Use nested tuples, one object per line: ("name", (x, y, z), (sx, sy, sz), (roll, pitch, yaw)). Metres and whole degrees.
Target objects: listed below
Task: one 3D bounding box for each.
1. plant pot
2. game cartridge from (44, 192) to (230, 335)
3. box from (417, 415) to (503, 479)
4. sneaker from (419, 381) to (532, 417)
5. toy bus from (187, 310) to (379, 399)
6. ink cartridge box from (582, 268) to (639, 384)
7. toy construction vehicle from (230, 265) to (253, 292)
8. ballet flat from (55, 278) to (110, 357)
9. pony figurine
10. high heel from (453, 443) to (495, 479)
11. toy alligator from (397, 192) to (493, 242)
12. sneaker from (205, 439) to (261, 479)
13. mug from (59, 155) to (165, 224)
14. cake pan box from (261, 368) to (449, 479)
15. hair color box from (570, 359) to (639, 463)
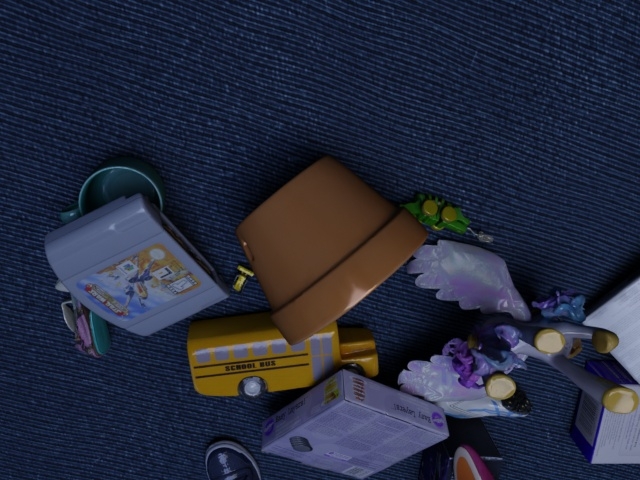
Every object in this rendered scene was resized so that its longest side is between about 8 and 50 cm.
("plant pot", (0.000, 0.000, 1.138), (0.291, 0.291, 0.203), (-38, 92, 8))
("game cartridge", (-0.299, 0.055, 1.157), (0.198, 0.062, 0.297), (-29, 141, 4))
("box", (0.272, 0.469, 1.406), (0.108, 0.153, 0.207), (3, 109, -7))
("sneaker", (0.306, 0.315, 1.397), (0.237, 0.085, 0.086), (10, 136, -14))
("toy bus", (-0.066, 0.200, 1.287), (0.332, 0.108, 0.130), (-7, 110, -3))
("ink cartridge box", (0.640, 0.175, 1.321), (0.232, 0.066, 0.189), (47, 113, 2))
("toy construction vehicle", (-0.105, 0.057, 1.270), (0.086, 0.035, 0.098), (25, 104, -4))
("ballet flat", (-0.419, 0.103, 1.233), (0.079, 0.077, 0.222), (6, 112, 12))
("pony figurine", (0.322, 0.170, 1.210), (0.351, 0.363, 0.303), (6, 97, 1))
("high heel", (0.329, 0.461, 1.302), (0.117, 0.082, 0.244), (-29, 98, -29))
("toy alligator", (0.226, -0.047, 1.259), (0.189, 0.056, 0.051), (17, 68, -13))
("sneaker", (-0.153, 0.538, 1.381), (0.099, 0.153, 0.282), (-17, 112, -1))
("mug", (-0.333, -0.076, 1.154), (0.157, 0.097, 0.129), (14, 109, -11))
("cake pan box", (0.066, 0.352, 1.305), (0.267, 0.070, 0.246), (25, 134, -28))
("hair color box", (0.703, 0.349, 1.435), (0.338, 0.110, 0.185), (3, 109, -6))
